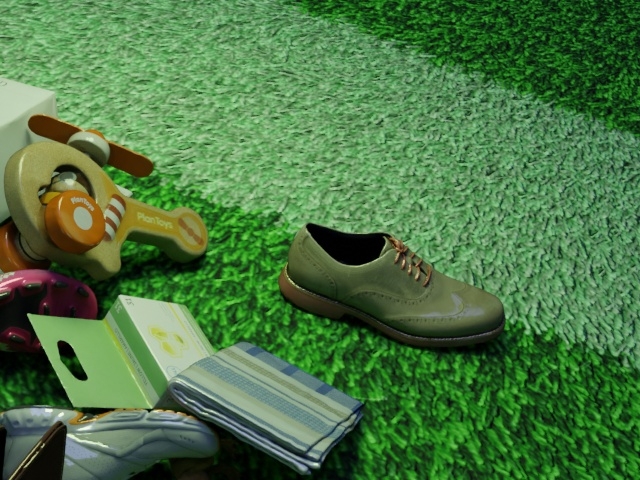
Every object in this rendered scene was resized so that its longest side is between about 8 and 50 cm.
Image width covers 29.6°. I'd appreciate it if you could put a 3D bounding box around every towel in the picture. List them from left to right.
[{"bbox_3d":[-0.061,0.205,1.535,0.209,0.034,0.285,28,11,10],"label":"towel"}]

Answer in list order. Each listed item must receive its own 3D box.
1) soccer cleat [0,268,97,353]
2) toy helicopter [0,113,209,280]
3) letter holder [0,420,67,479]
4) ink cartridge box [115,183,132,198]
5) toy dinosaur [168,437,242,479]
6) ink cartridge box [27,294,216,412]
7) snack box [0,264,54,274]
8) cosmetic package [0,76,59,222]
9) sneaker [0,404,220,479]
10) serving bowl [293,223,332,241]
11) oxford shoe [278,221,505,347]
[{"bbox_3d":[-0.449,0.087,1.559,0.331,0.116,0.143,-5,18,-45],"label":"soccer cleat"},{"bbox_3d":[-0.296,-0.051,1.717,0.355,0.140,0.235,18,55,-49],"label":"toy helicopter"},{"bbox_3d":[-0.396,0.311,1.222,0.152,0.214,0.302,22,38,7],"label":"letter holder"},{"bbox_3d":[-0.359,-0.040,1.807,0.099,0.056,0.135,25,38,13],"label":"ink cartridge box"},{"bbox_3d":[-0.159,0.277,1.479,0.112,0.064,0.211,-16,48,-34],"label":"toy dinosaur"},{"bbox_3d":[-0.238,0.144,1.560,0.235,0.056,0.171,14,30,-46],"label":"ink cartridge box"},{"bbox_3d":[-0.458,0.038,1.688,0.141,0.037,0.100,28,40,15],"label":"snack box"},{"bbox_3d":[-0.558,-0.092,1.684,0.217,0.156,0.385,15,37,22],"label":"cosmetic package"},{"bbox_3d":[-0.251,0.262,1.437,0.262,0.099,0.121,1,74,-3],"label":"sneaker"},{"bbox_3d":[0.000,0.000,1.916,0.083,0.027,0.083,10,39,-8],"label":"serving bowl"},{"bbox_3d":[0.117,0.063,1.795,0.348,0.130,0.123,12,38,-6],"label":"oxford shoe"}]
